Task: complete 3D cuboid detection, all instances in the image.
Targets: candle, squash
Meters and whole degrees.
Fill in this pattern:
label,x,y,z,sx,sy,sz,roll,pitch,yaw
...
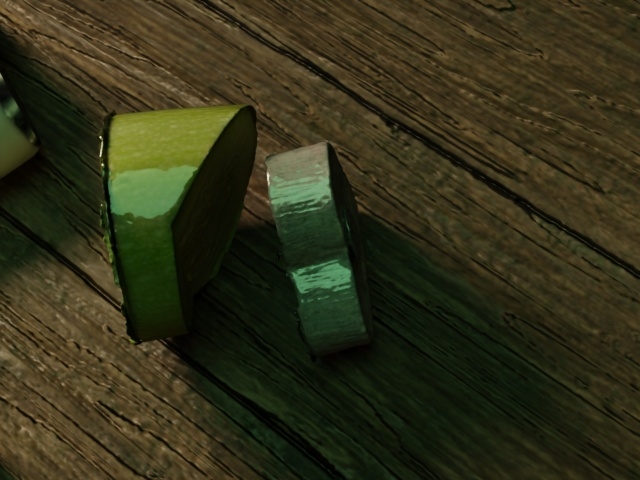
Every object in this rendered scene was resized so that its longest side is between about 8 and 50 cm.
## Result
label,x,y,z,sx,sy,sz,roll,pitch,yaw
candle,0.000,0.000,1.203,0.068,0.192,0.168,-11,20,6
squash,-0.126,-0.011,1.198,0.133,0.220,0.220,0,66,1

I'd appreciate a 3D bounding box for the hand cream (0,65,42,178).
label,x,y,z,sx,sy,sz,roll,pitch,yaw
hand cream,-0.450,-0.050,1.337,0.358,0.118,0.185,-34,57,1
